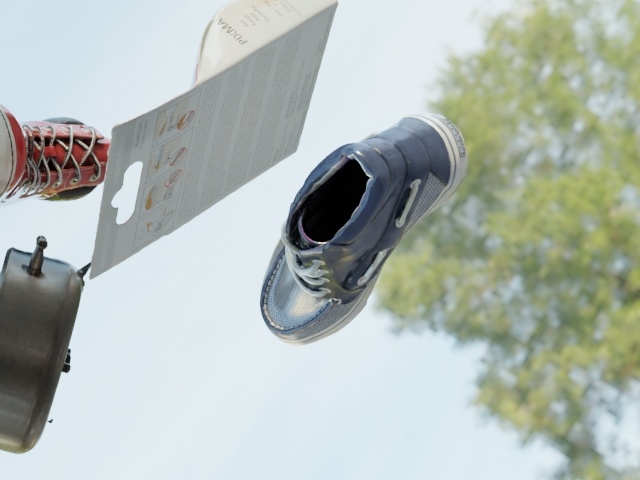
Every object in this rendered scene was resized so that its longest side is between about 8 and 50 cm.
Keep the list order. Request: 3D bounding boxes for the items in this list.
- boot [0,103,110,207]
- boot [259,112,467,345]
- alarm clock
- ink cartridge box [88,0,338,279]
[{"bbox_3d":[-0.202,-0.062,1.357,0.176,0.244,0.088,-6,-91,-26],"label":"boot"},{"bbox_3d":[0.000,0.000,1.114,0.086,0.069,0.190,-19,-27,-48],"label":"boot"},{"bbox_3d":[-0.199,0.092,1.279,0.129,0.064,0.192,-167,95,-82],"label":"alarm clock"},{"bbox_3d":[-0.076,-0.071,1.182,0.179,0.045,0.145,-31,-25,-32],"label":"ink cartridge box"}]
